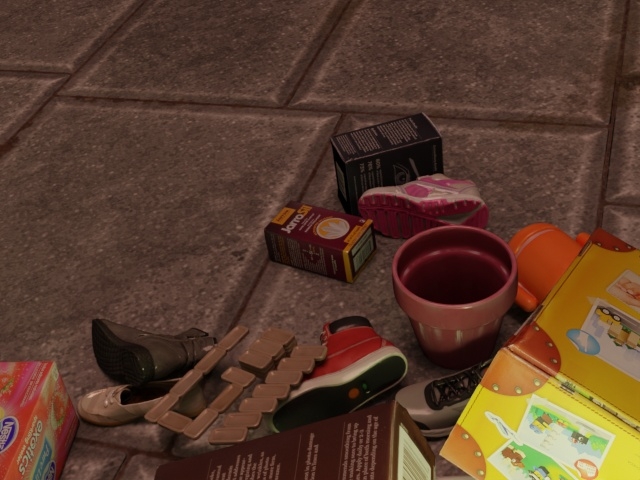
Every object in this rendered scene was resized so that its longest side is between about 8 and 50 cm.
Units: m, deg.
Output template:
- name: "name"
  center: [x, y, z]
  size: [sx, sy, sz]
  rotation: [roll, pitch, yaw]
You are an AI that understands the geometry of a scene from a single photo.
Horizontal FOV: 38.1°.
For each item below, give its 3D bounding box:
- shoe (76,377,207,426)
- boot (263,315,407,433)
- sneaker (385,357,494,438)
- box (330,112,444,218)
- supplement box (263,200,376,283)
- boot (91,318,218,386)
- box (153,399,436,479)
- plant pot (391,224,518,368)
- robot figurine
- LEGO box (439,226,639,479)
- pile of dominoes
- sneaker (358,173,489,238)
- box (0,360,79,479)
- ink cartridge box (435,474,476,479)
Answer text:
- name: "shoe"
  center: [-0.299, 0.258, 1.531]
  size: [0.219, 0.058, 0.076]
  rotation: [-5, 39, 5]
- name: "boot"
  center: [-0.001, 0.214, 1.520]
  size: [0.244, 0.088, 0.176]
  rotation: [-25, 31, -14]
- name: "sneaker"
  center: [0.233, 0.229, 1.425]
  size: [0.271, 0.108, 0.100]
  rotation: [-9, 40, 2]
- name: "box"
  center: [0.138, -0.148, 1.872]
  size: [0.207, 0.153, 0.108]
  rotation: [-15, 38, -9]
- name: "supplement box"
  center: [0.000, 0.000, 1.773]
  size: [0.188, 0.081, 0.104]
  rotation: [15, 45, 27]
- name: "boot"
  center: [-0.289, 0.186, 1.614]
  size: [0.161, 0.083, 0.246]
  rotation: [-10, 17, -35]
- name: "box"
  center: [-0.047, 0.362, 1.194]
  size: [0.381, 0.143, 0.191]
  rotation: [-18, 36, 22]
- name: "plant pot"
  center: [0.221, 0.104, 1.520]
  size: [0.201, 0.180, 0.201]
  rotation: [-5, 39, 4]
- name: "robot figurine"
  center: [0.404, 0.052, 1.593]
  size: [0.128, 0.158, 0.219]
  rotation: [16, 22, -38]
- name: "LEGO box"
  center: [0.458, 0.243, 1.111]
  size: [0.500, 0.193, 0.372]
  rotation: [33, 36, 17]
- name: "pile of dominoes"
  center: [-0.124, 0.235, 1.462]
  size: [0.196, 0.040, 0.251]
  rotation: [13, 44, 38]
- name: "sneaker"
  center: [0.201, -0.073, 1.819]
  size: [0.252, 0.103, 0.111]
  rotation: [4, 36, 6]
- name: "box"
  center: [-0.488, 0.340, 1.396]
  size: [0.142, 0.154, 0.300]
  rotation: [-2, 38, 8]
- name: "ink cartridge box"
  center: [0.284, 0.413, 1.166]
  size: [0.306, 0.131, 0.226]
  rotation: [-6, 37, 7]
